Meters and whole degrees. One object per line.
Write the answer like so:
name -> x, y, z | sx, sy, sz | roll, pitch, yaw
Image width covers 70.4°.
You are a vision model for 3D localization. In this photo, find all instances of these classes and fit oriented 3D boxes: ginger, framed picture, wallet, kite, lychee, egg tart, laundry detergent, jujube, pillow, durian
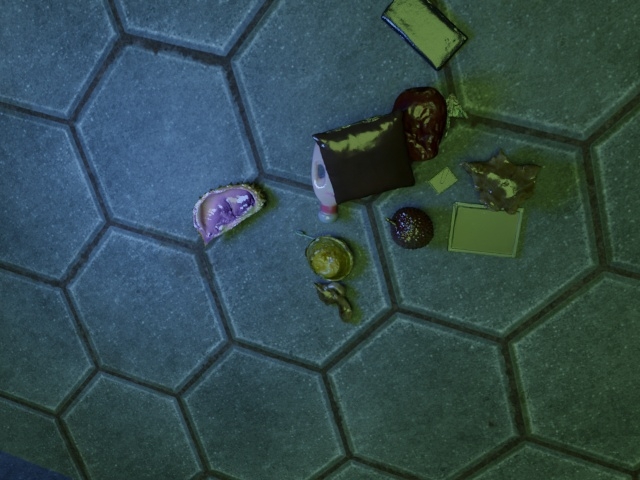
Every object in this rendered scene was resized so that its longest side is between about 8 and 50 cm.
ginger -> 0.620, -0.213, 1.605 | 0.270, 0.123, 0.218 | 21, 107, 16
framed picture -> 0.456, -0.223, 1.696 | 0.089, 0.006, 0.066 | -40, 94, 20
wallet -> 0.353, -0.731, 1.558 | 0.285, 0.030, 0.146 | 42, 114, -3
kite -> 0.460, -0.448, 1.629 | 0.139, 0.011, 0.156 | 6, 106, 14
lychee -> 0.329, -0.047, 1.693 | 0.198, 0.165, 0.165 | 7, 110, -18
egg tart -> 0.031, 0.080, 1.831 | 0.213, 0.090, 0.212 | 7, 114, 16
laundry detergent -> 0.041, -0.226, 1.716 | 0.159, 0.087, 0.334 | 9, 120, 5
jujube -> 0.347, -0.402, 1.583 | 0.190, 0.190, 0.255 | -6, 112, 14
ginger -> 0.058, 0.254, 1.901 | 0.133, 0.059, 0.213 | -13, 112, 24
pillow -> 0.159, -0.275, 1.582 | 0.308, 0.108, 0.305 | -14, 128, 8
durian -> -0.380, -0.138, 1.864 | 0.341, 0.112, 0.191 | -33, 87, 11
framed picture -> 0.618, -0.039, 1.709 | 0.253, 0.014, 0.196 | 6, 107, 11

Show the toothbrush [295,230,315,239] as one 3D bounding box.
toothbrush -> 0.000, 0.000, 1.859 | 0.220, 0.019, 0.016 | 21, 70, 6
